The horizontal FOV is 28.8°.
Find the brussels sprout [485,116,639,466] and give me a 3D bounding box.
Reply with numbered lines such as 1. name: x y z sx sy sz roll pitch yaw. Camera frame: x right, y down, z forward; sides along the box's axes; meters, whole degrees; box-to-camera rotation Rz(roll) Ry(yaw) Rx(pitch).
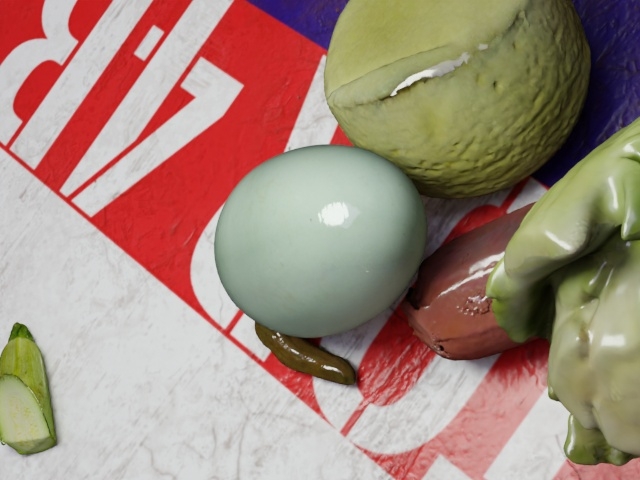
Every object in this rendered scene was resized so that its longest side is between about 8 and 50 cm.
1. brussels sprout: 0.399 0.045 1.239 0.342 0.425 0.361 -17 26 41

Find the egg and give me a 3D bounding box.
1. egg: 0.000 0.000 1.491 0.371 0.229 0.230 -17 59 65

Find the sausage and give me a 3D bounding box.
1. sausage: 0.228 0.044 1.454 0.279 0.152 0.152 -25 64 16

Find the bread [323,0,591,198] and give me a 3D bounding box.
1. bread: 0.166 -0.207 1.527 0.320 0.237 0.321 -16 52 21

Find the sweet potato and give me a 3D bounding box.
1. sweet potato: -0.029 0.140 1.609 0.182 0.054 0.053 36 100 29

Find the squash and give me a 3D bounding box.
1. squash: -0.429 0.199 1.781 0.090 0.075 0.200 -40 55 40
